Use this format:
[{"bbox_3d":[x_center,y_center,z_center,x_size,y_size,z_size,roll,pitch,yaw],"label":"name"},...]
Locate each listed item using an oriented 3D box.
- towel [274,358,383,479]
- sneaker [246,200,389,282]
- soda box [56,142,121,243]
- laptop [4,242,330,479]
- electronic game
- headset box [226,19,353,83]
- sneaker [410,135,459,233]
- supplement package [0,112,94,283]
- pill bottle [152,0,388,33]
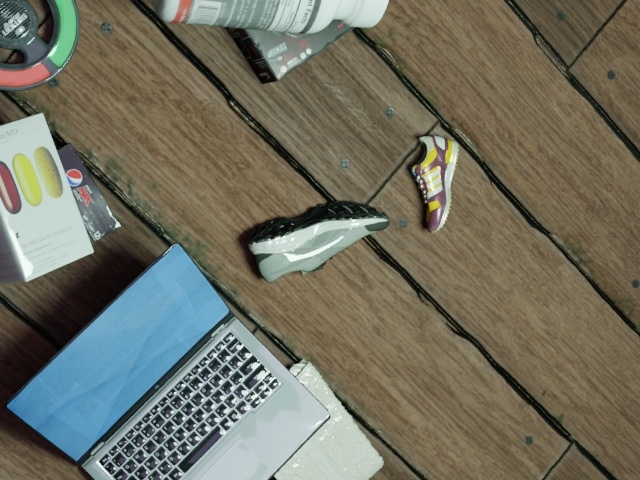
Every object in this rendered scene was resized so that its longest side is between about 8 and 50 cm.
[{"bbox_3d":[-0.019,0.379,2.035,0.187,0.049,0.282,-40,106,-12],"label":"towel"},{"bbox_3d":[0.000,0.000,1.997,0.271,0.100,0.108,-17,113,-14],"label":"sneaker"},{"bbox_3d":[-0.411,-0.082,1.858,0.060,0.053,0.169,-32,104,-15],"label":"soda box"},{"bbox_3d":[-0.239,0.290,1.841,0.382,0.236,0.408,-44,89,-11],"label":"laptop"},{"bbox_3d":[-0.516,-0.364,1.803,0.229,0.048,0.229,-1,94,-20],"label":"electronic game"},{"bbox_3d":[-0.084,-0.459,1.915,0.218,0.110,0.293,-36,105,-12],"label":"headset box"},{"bbox_3d":[0.207,-0.108,2.074,0.083,0.069,0.186,10,85,-11],"label":"sneaker"},{"bbox_3d":[-0.496,-0.066,1.766,0.139,0.133,0.244,-28,104,-40],"label":"supplement package"},{"bbox_3d":[-0.081,-0.445,1.749,0.362,0.210,0.210,1,94,-18],"label":"pill bottle"}]
